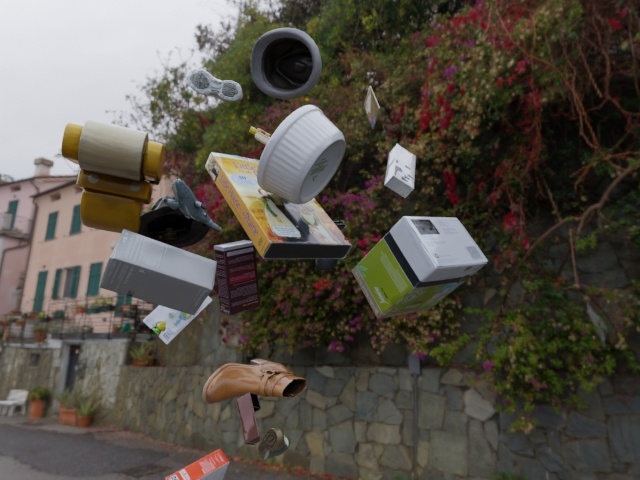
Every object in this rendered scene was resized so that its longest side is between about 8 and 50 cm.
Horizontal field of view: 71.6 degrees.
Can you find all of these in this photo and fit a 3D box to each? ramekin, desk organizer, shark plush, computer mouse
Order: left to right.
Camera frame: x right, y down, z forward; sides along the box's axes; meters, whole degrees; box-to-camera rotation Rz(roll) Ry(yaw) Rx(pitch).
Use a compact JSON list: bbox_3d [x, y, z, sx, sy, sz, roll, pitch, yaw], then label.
[{"bbox_3d":[-0.304,-0.075,1.065,0.067,0.073,0.161,-14,-65,41],"label":"shark plush"},{"bbox_3d":[-0.197,0.508,1.270,0.050,0.130,0.047,-31,-38,12],"label":"desk organizer"},{"bbox_3d":[-0.042,-0.223,1.229,0.127,0.273,0.273,37,-8,13],"label":"ramekin"},{"bbox_3d":[0.000,0.000,1.897,0.183,0.262,0.060,8,-34,14],"label":"computer mouse"}]

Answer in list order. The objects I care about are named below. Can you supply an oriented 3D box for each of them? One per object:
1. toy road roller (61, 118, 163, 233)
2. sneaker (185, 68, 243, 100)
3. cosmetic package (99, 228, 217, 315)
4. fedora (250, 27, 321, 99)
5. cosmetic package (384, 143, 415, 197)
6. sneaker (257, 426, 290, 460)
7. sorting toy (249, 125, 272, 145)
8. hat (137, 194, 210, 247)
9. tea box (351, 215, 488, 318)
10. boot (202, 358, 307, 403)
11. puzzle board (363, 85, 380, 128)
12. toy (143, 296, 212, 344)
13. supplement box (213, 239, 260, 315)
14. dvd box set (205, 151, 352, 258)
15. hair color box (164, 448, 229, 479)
[{"bbox_3d":[-0.512,-0.142,1.114,0.202,0.241,0.329,10,-4,-17],"label":"toy road roller"},{"bbox_3d":[-0.408,-0.586,1.719,0.231,0.091,0.115,23,3,1],"label":"sneaker"},{"bbox_3d":[-0.386,0.081,1.071,0.237,0.107,0.127,23,-51,-21],"label":"cosmetic package"},{"bbox_3d":[-0.110,-0.652,1.652,0.275,0.244,0.124,4,17,22],"label":"fedora"},{"bbox_3d":[0.310,-0.272,1.702,0.098,0.239,0.060,31,-50,-14],"label":"cosmetic package"},{"bbox_3d":[-0.131,0.628,1.390,0.086,0.064,0.192,-3,-39,-31],"label":"sneaker"},{"bbox_3d":[-0.126,-0.334,1.538,0.307,0.041,0.229,33,15,17],"label":"sorting toy"},{"bbox_3d":[-0.587,-0.090,1.733,0.330,0.134,0.331,-12,-23,-5],"label":"hat"},{"bbox_3d":[0.355,0.095,1.609,0.328,0.220,0.324,-2,-36,-41],"label":"tea box"},{"bbox_3d":[-0.199,0.461,1.385,0.220,0.109,0.283,9,6,39],"label":"boot"},{"bbox_3d":[0.183,-0.469,1.571,0.011,0.097,0.128,-17,-17,-9],"label":"puzzle board"},{"bbox_3d":[-0.562,0.281,1.758,0.136,0.237,0.056,41,-25,8],"label":"toy"},{"bbox_3d":[-0.291,0.128,1.556,0.130,0.240,0.073,-11,12,-42],"label":"supplement box"},{"bbox_3d":[-0.129,-0.106,1.330,0.307,0.421,0.062,3,-51,-42],"label":"dvd box set"},{"bbox_3d":[-0.337,0.644,1.193,0.053,0.093,0.167,38,29,31],"label":"hair color box"}]
